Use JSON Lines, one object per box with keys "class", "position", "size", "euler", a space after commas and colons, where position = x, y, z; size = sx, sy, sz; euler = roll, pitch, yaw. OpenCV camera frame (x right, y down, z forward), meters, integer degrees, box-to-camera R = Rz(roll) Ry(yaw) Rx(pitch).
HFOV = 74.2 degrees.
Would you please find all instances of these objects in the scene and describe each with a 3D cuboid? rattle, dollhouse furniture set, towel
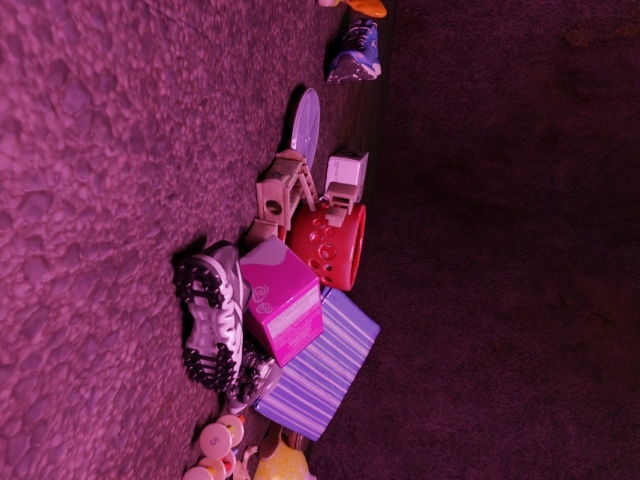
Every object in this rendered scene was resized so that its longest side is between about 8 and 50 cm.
{"class": "rattle", "position": [0.064, -0.546, 0.798], "size": [0.130, 0.143, 0.200], "euler": [-34, 144, -50]}
{"class": "dollhouse furniture set", "position": [-0.027, -0.063, 0.731], "size": [0.182, 0.161, 0.101], "euler": [-69, 166, -47]}
{"class": "towel", "position": [0.001, 0.296, 1.034], "size": [0.243, 0.040, 0.336], "euler": [44, 71, -33]}

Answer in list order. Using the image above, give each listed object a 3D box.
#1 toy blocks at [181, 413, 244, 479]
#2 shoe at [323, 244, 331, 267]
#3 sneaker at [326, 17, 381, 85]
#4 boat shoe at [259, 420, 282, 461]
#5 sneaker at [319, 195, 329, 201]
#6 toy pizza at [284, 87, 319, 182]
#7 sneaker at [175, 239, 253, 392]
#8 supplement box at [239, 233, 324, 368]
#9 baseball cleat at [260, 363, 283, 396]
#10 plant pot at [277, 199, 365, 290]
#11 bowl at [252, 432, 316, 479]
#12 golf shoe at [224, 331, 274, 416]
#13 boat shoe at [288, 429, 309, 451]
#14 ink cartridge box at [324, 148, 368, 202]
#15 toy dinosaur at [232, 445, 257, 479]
{"class": "toy blocks", "position": [-0.162, 0.347, 0.709], "size": [0.148, 0.054, 0.123], "euler": [48, 64, -78]}
{"class": "shoe", "position": [-0.003, 0.044, 1.293], "size": [0.063, 0.081, 0.178], "euler": [-61, -167, -23]}
{"class": "sneaker", "position": [0.083, -0.484, 1.083], "size": [0.330, 0.130, 0.147], "euler": [-67, 151, -61]}
{"class": "boat shoe", "position": [-0.133, 0.559, 1.162], "size": [0.135, 0.050, 0.045], "euler": [-53, 147, -69]}
{"class": "sneaker", "position": [0.005, -0.075, 1.252], "size": [0.067, 0.042, 0.118], "euler": [5, 89, -84]}
{"class": "toy pizza", "position": [-0.040, -0.210, 0.871], "size": [0.201, 0.032, 0.201], "euler": [11, 90, -81]}
{"class": "sneaker", "position": [-0.131, 0.101, 0.570], "size": [0.106, 0.078, 0.234], "euler": [-59, 156, -56]}
{"class": "supplement box", "position": [-0.072, 0.110, 0.712], "size": [0.114, 0.111, 0.220], "euler": [-37, 152, -21]}
{"class": "baseball cleat", "position": [-0.111, 0.220, 0.906], "size": [0.206, 0.072, 0.109], "euler": [-75, 157, -47]}
{"class": "plant pot", "position": [0.000, 0.000, 0.918], "size": [0.191, 0.174, 0.191], "euler": [12, 90, -80]}
{"class": "bowl", "position": [-0.101, 0.727, 1.230], "size": [0.289, 0.156, 0.289], "euler": [11, 90, -80]}
{"class": "golf shoe", "position": [-0.128, 0.240, 0.801], "size": [0.198, 0.077, 0.094], "euler": [-53, 165, -55]}
{"class": "boat shoe", "position": [-0.071, 0.550, 1.337], "size": [0.307, 0.104, 0.111], "euler": [-38, 136, -79]}
{"class": "ink cartridge box", "position": [0.088, -0.202, 1.405], "size": [0.237, 0.100, 0.172], "euler": [-55, 154, -68]}
{"class": "toy dinosaur", "position": [-0.179, 0.534, 0.921], "size": [0.183, 0.053, 0.092], "euler": [-71, 154, -75]}
